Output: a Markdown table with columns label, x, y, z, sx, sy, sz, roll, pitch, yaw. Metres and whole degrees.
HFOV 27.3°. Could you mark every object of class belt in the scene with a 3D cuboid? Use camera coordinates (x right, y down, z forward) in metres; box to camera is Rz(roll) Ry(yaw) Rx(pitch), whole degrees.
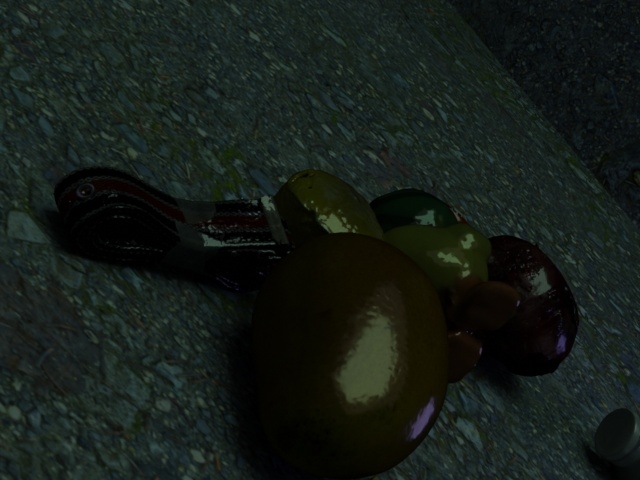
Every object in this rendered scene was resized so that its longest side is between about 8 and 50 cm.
| label | x | y | z | sx | sy | sz | roll | pitch | yaw |
| --- | --- | --- | --- | --- | --- | --- | --- | --- | --- |
| belt | -0.179 | -0.011 | 1.692 | 0.359 | 0.126 | 0.094 | 12 | 47 | -42 |

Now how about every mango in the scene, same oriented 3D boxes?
| label | x | y | z | sx | sy | sz | roll | pitch | yaw |
| --- | --- | --- | --- | --- | --- | --- | --- | --- | --- |
| mango | 0.033 | 0.146 | 1.636 | 0.264 | 0.221 | 0.378 | 32 | 34 | -10 |

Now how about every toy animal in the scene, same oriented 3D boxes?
| label | x | y | z | sx | sy | sz | roll | pitch | yaw |
| --- | --- | --- | --- | --- | --- | --- | --- | --- | --- |
| toy animal | 0.145 | 0.044 | 2.014 | 0.191 | 0.216 | 0.338 | 19 | 24 | -28 |

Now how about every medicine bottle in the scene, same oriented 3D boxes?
| label | x | y | z | sx | sy | sz | roll | pitch | yaw |
| --- | --- | --- | --- | --- | --- | --- | --- | --- | --- |
| medicine bottle | 0.572 | 0.373 | 2.249 | 0.215 | 0.135 | 0.135 | 33 | 24 | -24 |

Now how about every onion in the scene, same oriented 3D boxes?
| label | x | y | z | sx | sy | sz | roll | pitch | yaw |
| --- | --- | --- | --- | --- | --- | --- | --- | --- | --- |
| onion | 0.304 | 0.116 | 2.199 | 0.252 | 0.219 | 0.252 | 55 | -12 | 18 |

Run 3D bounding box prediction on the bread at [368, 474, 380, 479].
| label | x | y | z | sx | sy | sz | roll | pitch | yaw |
| --- | --- | --- | --- | --- | --- | --- | --- | --- | --- |
| bread | 0.070 | 0.354 | 1.492 | 0.173 | 0.085 | 0.134 | 47 | 20 | 11 |

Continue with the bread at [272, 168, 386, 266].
| label | x | y | z | sx | sy | sz | roll | pitch | yaw |
| --- | --- | --- | --- | --- | --- | --- | --- | --- | --- |
| bread | -0.001 | -0.004 | 1.897 | 0.197 | 0.170 | 0.197 | 36 | 25 | -20 |

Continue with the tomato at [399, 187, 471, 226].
| label | x | y | z | sx | sy | sz | roll | pitch | yaw |
| --- | --- | --- | --- | --- | --- | --- | --- | --- | --- |
| tomato | 0.182 | 0.001 | 2.306 | 0.173 | 0.099 | 0.189 | 28 | -23 | 19 |
